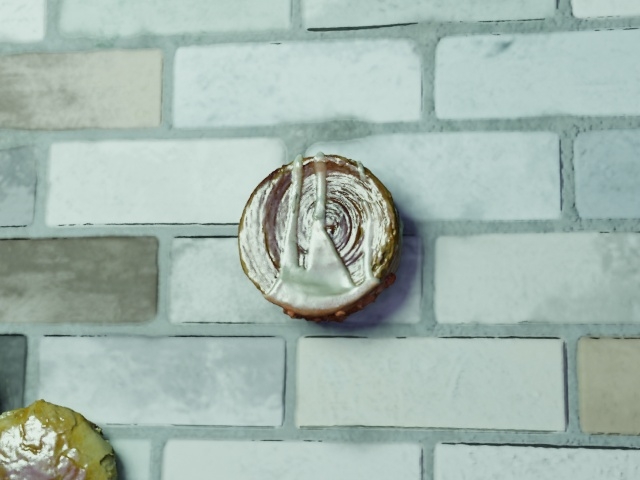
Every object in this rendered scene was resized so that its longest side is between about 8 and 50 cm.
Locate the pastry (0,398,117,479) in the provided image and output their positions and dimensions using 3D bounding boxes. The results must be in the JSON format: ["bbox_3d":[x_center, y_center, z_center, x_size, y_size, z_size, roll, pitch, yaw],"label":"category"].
[{"bbox_3d":[-0.267,0.229,1.015,0.153,0.081,0.153,-1,83,8],"label":"pastry"}]

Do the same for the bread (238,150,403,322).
[{"bbox_3d":[0.000,0.000,1.012,0.160,0.073,0.160,-1,81,6],"label":"bread"}]
